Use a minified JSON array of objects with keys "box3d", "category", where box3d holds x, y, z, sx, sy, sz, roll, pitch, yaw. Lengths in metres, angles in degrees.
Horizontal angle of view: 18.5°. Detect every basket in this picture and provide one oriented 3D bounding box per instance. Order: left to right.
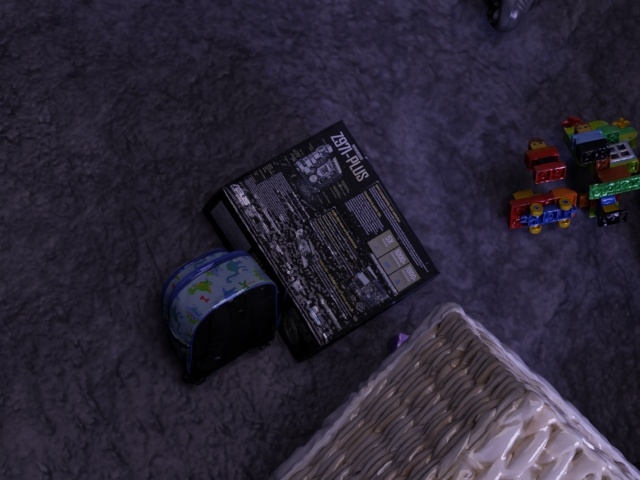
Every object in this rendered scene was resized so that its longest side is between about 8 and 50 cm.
[{"box3d":[0.129,0.291,1.619,0.328,0.266,0.331,44,92,-14],"category":"basket"}]

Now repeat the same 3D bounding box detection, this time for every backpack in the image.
[{"box3d":[-0.096,0.059,1.809,0.105,0.114,0.084,-28,65,-22],"category":"backpack"}]

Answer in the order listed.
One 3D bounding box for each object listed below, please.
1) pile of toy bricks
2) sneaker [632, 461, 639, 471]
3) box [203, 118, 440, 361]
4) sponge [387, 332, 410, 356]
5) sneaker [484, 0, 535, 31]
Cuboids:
[{"box3d":[0.282,-0.087,1.997,0.212,0.118,0.105,-11,46,-12],"category":"pile of toy bricks"},{"box3d":[0.436,0.230,1.928,0.286,0.130,0.109,-16,79,-23],"category":"sneaker"},{"box3d":[0.000,0.000,1.879,0.147,0.077,0.180,-31,86,-24],"category":"box"},{"box3d":[0.106,0.201,1.879,0.117,0.031,0.210,17,70,-12],"category":"sponge"},{"box3d":[0.252,-0.305,2.054,0.106,0.078,0.234,28,65,-6],"category":"sneaker"}]
